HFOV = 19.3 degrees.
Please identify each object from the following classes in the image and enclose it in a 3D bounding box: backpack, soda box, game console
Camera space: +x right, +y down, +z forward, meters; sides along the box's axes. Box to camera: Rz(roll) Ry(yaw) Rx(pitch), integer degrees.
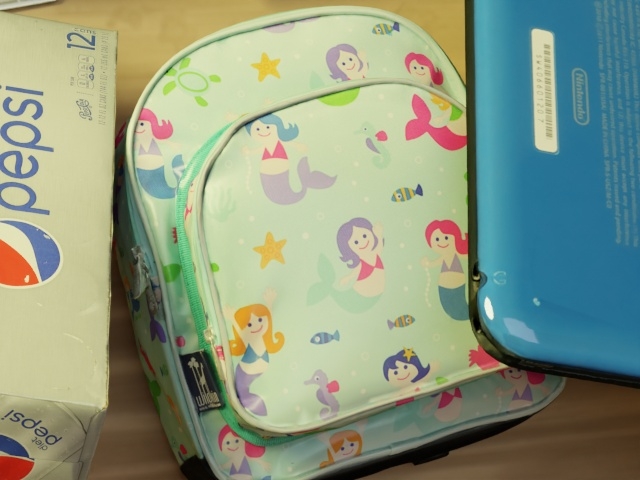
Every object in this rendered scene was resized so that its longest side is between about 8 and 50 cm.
[{"bbox_3d":[0.000,0.000,1.030,0.225,0.191,0.254,-14,78,-15],"label":"backpack"},{"bbox_3d":[-0.160,0.003,0.958,0.098,0.091,0.286,8,42,-13],"label":"soda box"},{"bbox_3d":[0.173,-0.023,1.039,0.250,0.173,0.293,10,60,-15],"label":"game console"}]

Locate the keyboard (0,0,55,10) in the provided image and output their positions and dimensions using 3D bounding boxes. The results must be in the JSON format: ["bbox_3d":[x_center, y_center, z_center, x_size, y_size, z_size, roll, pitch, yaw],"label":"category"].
[{"bbox_3d":[-0.280,-0.150,1.073,0.256,0.014,0.072,-12,82,-16],"label":"keyboard"}]
